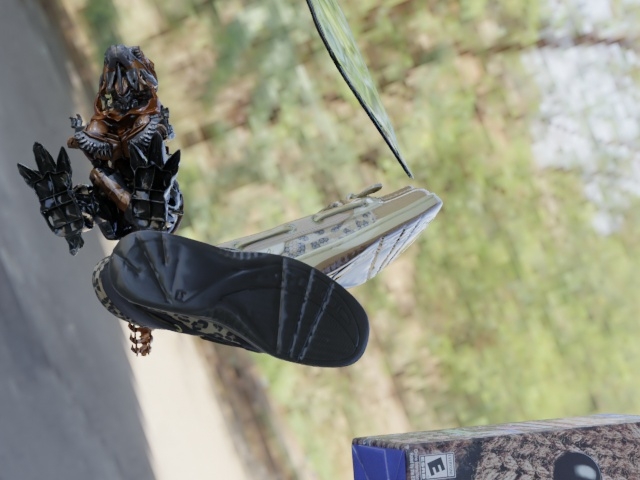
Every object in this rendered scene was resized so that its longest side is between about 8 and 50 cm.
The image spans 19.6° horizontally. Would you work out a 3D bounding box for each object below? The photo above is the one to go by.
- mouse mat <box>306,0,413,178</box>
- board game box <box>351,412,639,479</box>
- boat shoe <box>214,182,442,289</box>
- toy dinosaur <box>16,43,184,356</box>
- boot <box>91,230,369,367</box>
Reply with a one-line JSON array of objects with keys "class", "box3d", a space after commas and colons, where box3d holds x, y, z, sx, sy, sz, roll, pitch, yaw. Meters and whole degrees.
[{"class": "mouse mat", "box3d": [0.007, -0.141, 1.202, 0.152, 0.007, 0.190, 52, 15, -53]}, {"class": "board game box", "box3d": [0.194, 0.293, 1.771, 0.141, 0.291, 0.232, 171, -85, -70]}, {"class": "boat shoe", "box3d": [0.000, 0.000, 1.812, 0.089, 0.285, 0.104, 52, -38, 18]}, {"class": "toy dinosaur", "box3d": [-0.195, -0.050, 1.987, 0.322, 0.164, 0.218, 64, 8, 5]}, {"class": "boot", "box3d": [-0.086, 0.053, 1.642, 0.178, 0.236, 0.085, 163, -56, -73]}]
